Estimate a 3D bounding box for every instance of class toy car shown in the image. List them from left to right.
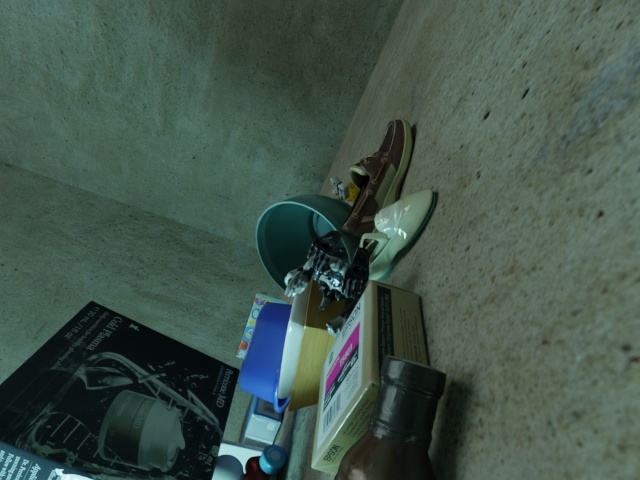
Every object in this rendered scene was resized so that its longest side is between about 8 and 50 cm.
[{"bbox_3d":[-0.244,0.686,1.157,0.210,0.237,0.219,-83,14,-61],"label":"toy car"}]

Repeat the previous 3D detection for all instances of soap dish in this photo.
[{"bbox_3d":[-0.019,0.224,0.990,0.229,0.118,0.291,-81,2,-56],"label":"soap dish"}]

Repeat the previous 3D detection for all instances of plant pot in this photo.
[{"bbox_3d":[0.000,0.000,1.126,0.196,0.293,0.293,-38,-21,-48],"label":"plant pot"}]

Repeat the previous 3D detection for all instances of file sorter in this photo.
[{"bbox_3d":[-0.300,0.842,1.386,0.173,0.192,0.278,-96,26,-67],"label":"file sorter"}]

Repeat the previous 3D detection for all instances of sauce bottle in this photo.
[{"bbox_3d":[0.056,0.295,0.421,0.111,0.111,0.345,133,157,-74],"label":"sauce bottle"}]

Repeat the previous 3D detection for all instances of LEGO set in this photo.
[{"bbox_3d":[0.101,-0.088,1.210,0.087,0.093,0.227,-37,-41,-26],"label":"LEGO set"}]

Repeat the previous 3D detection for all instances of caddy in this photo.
[{"bbox_3d":[-0.111,0.355,1.318,0.241,0.179,0.342,61,-138,-67],"label":"caddy"}]

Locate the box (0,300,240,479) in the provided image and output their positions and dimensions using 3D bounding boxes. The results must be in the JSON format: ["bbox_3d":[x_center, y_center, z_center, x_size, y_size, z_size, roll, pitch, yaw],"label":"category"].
[{"bbox_3d":[-0.501,0.461,1.016,0.297,0.471,0.480,-57,12,15],"label":"box"}]

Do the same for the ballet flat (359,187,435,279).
[{"bbox_3d":[0.127,-0.009,0.804,0.086,0.086,0.248,-78,10,-46],"label":"ballet flat"}]

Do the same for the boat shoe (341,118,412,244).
[{"bbox_3d":[0.130,-0.160,1.013,0.123,0.123,0.342,131,157,-72],"label":"boat shoe"}]

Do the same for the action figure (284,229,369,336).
[{"bbox_3d":[0.015,0.088,0.798,0.141,0.164,0.276,-52,-12,-19],"label":"action figure"}]

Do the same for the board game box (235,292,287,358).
[{"bbox_3d":[-0.256,0.387,1.813,0.144,0.142,0.275,129,158,-70],"label":"board game box"}]

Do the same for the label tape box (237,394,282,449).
[{"bbox_3d":[-0.237,0.711,1.578,0.249,0.115,0.348,-89,17,-71],"label":"label tape box"}]

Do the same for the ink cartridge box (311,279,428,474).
[{"bbox_3d":[0.069,0.211,0.635,0.193,0.088,0.235,-83,13,-55],"label":"ink cartridge box"}]
